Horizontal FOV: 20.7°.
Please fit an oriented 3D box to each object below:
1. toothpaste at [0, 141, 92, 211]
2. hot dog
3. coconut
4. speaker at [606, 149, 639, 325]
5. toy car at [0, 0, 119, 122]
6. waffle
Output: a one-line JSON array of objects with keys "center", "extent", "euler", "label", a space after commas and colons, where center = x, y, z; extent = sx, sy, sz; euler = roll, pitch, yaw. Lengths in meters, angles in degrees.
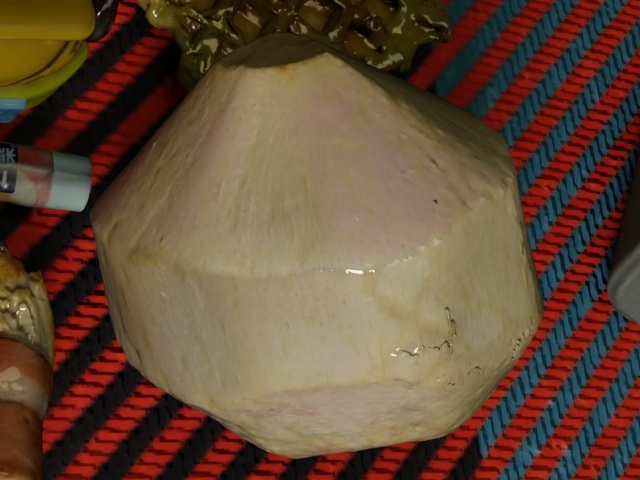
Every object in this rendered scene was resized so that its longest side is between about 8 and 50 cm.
[{"center": [-0.235, -0.046, 1.013], "extent": [0.205, 0.036, 0.056], "euler": [7, 72, -24], "label": "toothpaste"}, {"center": [-0.205, 0.105, 0.944], "extent": [0.123, 0.093, 0.262], "euler": [15, 51, -16], "label": "hot dog"}, {"center": [0.000, 0.000, 0.996], "extent": [0.259, 0.259, 0.259], "euler": [10, 69, -27], "label": "coconut"}, {"center": [0.420, 0.000, 1.243], "extent": [0.406, 0.183, 0.184], "euler": [19, 59, -7], "label": "speaker"}, {"center": [-0.205, -0.199, 1.015], "extent": [0.200, 0.142, 0.248], "euler": [-5, 77, -31], "label": "toy car"}, {"center": [-0.033, -0.208, 1.172], "extent": [0.245, 0.052, 0.254], "euler": [-16, 81, -31], "label": "waffle"}]
